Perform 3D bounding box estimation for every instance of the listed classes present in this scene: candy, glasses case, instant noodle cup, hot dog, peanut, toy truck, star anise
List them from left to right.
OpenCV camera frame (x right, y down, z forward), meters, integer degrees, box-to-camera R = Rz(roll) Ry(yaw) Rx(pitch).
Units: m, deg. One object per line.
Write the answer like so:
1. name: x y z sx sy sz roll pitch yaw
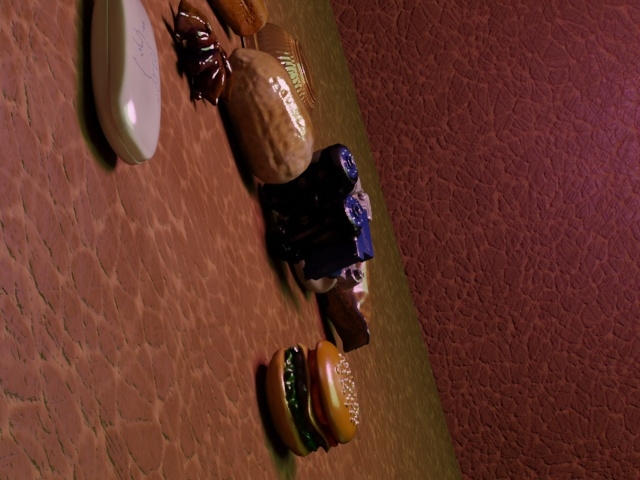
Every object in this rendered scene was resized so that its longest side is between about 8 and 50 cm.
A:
1. glasses case: -0.211 -0.185 1.203 0.092 0.059 0.233 64 14 -51
2. star anise: -0.167 -0.272 1.602 0.168 0.057 0.168 -15 90 -80
3. hot dog: -0.162 -0.444 1.842 0.286 0.087 0.061 64 8 -58
4. peanut: -0.085 -0.201 1.764 0.129 0.129 0.224 -66 139 -75
5. instant noodle cup: -0.067 -0.316 2.155 0.274 0.090 0.274 -16 90 -81
6. toy truck: 0.020 -0.039 1.834 0.177 0.161 0.213 29 46 -47
7. candy: 0.046 0.078 2.098 0.143 0.101 0.271 124 -42 -66

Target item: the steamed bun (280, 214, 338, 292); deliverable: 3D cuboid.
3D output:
1. steamed bun: 0.000 0.000 1.977 0.183 0.106 0.183 -14 90 -81

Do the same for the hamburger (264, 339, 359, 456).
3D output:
1. hamburger: -0.011 0.216 1.524 0.162 0.115 0.162 -14 90 -80

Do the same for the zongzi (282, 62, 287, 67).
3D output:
1. zongzi: -0.071 -0.190 1.998 0.184 0.084 0.187 85 -7 -50
